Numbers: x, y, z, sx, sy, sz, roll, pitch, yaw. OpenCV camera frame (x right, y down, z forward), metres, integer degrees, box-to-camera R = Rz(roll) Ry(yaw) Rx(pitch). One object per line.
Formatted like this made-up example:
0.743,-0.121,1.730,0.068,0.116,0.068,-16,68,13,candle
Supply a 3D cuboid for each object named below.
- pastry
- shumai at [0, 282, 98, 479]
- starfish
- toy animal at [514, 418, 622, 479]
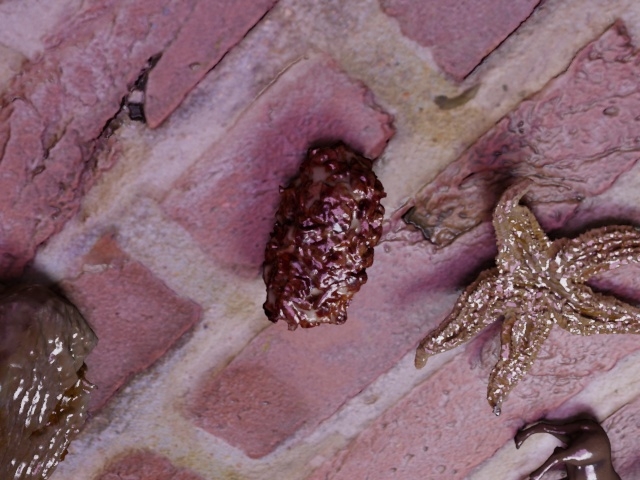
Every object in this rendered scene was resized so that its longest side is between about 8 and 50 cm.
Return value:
0.002,0.000,1.235,0.115,0.097,0.208,11,121,-18,pastry
-0.440,0.173,1.343,0.283,0.217,0.346,27,113,21,shumai
0.248,0.070,1.292,0.299,0.060,0.302,36,111,-27,starfish
0.349,0.317,1.430,0.186,0.093,0.214,-12,114,-1,toy animal
